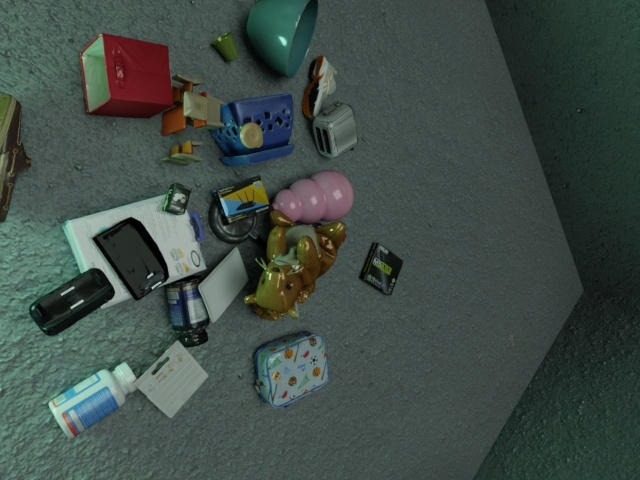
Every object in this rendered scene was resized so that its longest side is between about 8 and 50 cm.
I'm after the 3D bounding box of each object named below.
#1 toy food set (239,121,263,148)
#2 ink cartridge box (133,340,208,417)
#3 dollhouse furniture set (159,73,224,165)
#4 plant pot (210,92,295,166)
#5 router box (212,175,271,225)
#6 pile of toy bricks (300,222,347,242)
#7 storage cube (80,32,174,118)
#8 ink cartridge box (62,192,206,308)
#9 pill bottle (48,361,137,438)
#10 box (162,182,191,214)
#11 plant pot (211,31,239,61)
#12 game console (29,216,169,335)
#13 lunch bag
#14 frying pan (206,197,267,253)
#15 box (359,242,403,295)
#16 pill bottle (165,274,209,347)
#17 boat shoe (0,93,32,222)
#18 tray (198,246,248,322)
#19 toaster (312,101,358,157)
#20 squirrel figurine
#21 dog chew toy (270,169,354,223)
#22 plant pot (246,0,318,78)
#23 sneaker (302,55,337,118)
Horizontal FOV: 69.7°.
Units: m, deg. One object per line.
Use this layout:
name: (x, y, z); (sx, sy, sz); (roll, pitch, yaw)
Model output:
toy food set: (-0.220, -0.336, 1.465); (0.083, 0.020, 0.083); (-15, 110, -33)
ink cartridge box: (-0.482, 0.439, 1.478); (0.181, 0.056, 0.225); (-47, 135, -26)
dollhouse furniture set: (-0.428, -0.386, 1.434); (0.135, 0.259, 0.262); (2, 87, -47)
plant pot: (-0.234, -0.377, 1.599); (0.236, 0.236, 0.212); (-21, 108, -35)
router box: (-0.277, -0.142, 1.625); (0.179, 0.046, 0.133); (-24, 100, -35)
pile of toy bricks: (0.000, 0.000, 1.861); (0.212, 0.118, 0.105); (2, 121, -46)
storage cube: (-0.572, -0.476, 1.361); (0.193, 0.215, 0.184); (-8, 94, -43)
ink cartridge box: (-0.533, 0.012, 1.421); (0.395, 0.151, 0.270); (-22, 102, -33)
pill bottle: (-0.655, 0.459, 1.348); (0.221, 0.124, 0.124); (-30, 108, -32)
box: (-0.429, -0.122, 1.373); (0.052, 0.062, 0.083); (22, 75, -35)
plant pot: (-0.328, -0.680, 1.626); (0.083, 0.083, 0.079); (-49, 128, -26)
game console: (-0.604, 0.105, 1.254); (0.361, 0.044, 0.213); (-38, 109, -31)
lunch bag: (-0.110, 0.495, 1.763); (0.303, 0.115, 0.243); (-13, 100, -37)
frying pan: (-0.285, -0.026, 1.674); (0.197, 0.053, 0.326); (-35, 107, -31)
box: (0.281, 0.132, 2.095); (0.190, 0.045, 0.184); (35, 72, -32)
pill bottle: (-0.433, 0.232, 1.513); (0.122, 0.123, 0.219); (-11, 97, -36)
boat shoe: (-0.848, -0.214, 1.226); (0.123, 0.123, 0.342); (29, 65, -64)
tray: (-0.334, 0.145, 1.573); (0.270, 0.030, 0.145); (-57, 137, -57)
toaster: (0.061, -0.437, 1.867); (0.146, 0.129, 0.227); (-38, 136, -26)
squirrel figurine: (-0.109, 0.139, 1.606); (0.370, 0.281, 0.397); (-69, 174, -50)
dog chew toy: (-0.037, -0.153, 1.771); (0.331, 0.206, 0.207); (-18, 101, -27)
plant pot: (-0.150, -0.762, 1.661); (0.195, 0.290, 0.290); (23, 73, 3)
sneaker: (0.012, -0.608, 1.865); (0.121, 0.099, 0.262); (20, 79, -40)
